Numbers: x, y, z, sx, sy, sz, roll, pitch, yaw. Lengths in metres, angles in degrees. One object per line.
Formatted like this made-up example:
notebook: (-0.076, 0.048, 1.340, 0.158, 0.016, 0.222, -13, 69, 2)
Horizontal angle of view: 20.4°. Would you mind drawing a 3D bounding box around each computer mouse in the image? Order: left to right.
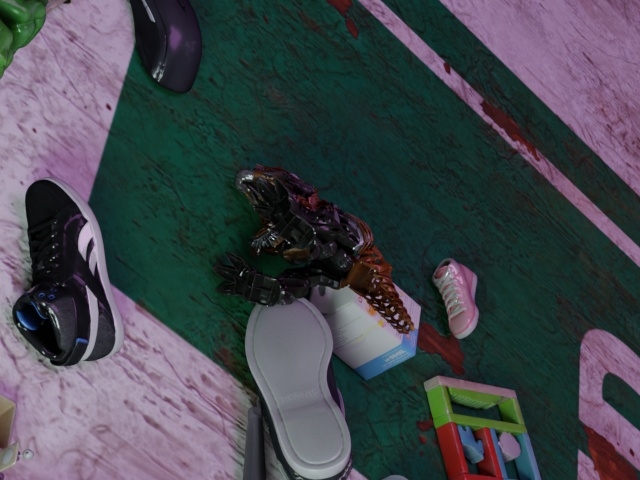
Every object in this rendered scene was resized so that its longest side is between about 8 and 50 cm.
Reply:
computer mouse: (-0.231, -0.327, 2.327, 0.184, 0.060, 0.262, 19, 50, -46)

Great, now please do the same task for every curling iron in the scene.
curling iron: (-0.069, 0.324, 2.069, 0.068, 0.035, 0.274, 26, 47, -47)

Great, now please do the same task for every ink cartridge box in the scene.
ink cartridge box: (0.051, 0.097, 2.350, 0.143, 0.090, 0.092, 41, 38, -28)

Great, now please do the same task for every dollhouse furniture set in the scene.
dollhouse furniture set: (-0.327, 0.187, 1.786, 0.091, 0.081, 0.114, 35, 41, -33)

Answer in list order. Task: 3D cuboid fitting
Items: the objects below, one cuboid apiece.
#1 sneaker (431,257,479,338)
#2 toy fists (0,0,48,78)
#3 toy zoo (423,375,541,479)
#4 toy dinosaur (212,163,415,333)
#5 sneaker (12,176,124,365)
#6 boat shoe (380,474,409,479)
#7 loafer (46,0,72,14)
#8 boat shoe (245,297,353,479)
sneaker: (0.192, 0.080, 2.590, 0.070, 0.051, 0.134, 39, 35, -27)
toy fists: (-0.395, -0.253, 2.021, 0.142, 0.096, 0.279, 49, 33, -18)
toy zoo: (0.246, 0.338, 2.480, 0.192, 0.030, 0.293, 15, 53, -47)
toy dinosaur: (0.000, 0.000, 2.245, 0.218, 0.322, 0.164, -3, 107, -52)
sneaker: (-0.295, 0.032, 1.948, 0.121, 0.079, 0.217, -10, 75, -57)
boat shoe: (0.125, 0.435, 2.179, 0.105, 0.113, 0.306, 40, 22, -38)
loafer: (-0.327, -0.305, 2.205, 0.125, 0.045, 0.039, -37, 113, -50)
boat shoe: (-0.029, 0.193, 2.172, 0.302, 0.114, 0.091, -99, -174, -46)
